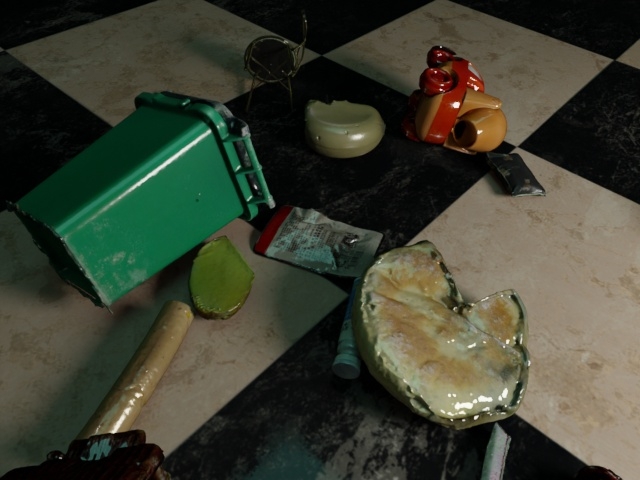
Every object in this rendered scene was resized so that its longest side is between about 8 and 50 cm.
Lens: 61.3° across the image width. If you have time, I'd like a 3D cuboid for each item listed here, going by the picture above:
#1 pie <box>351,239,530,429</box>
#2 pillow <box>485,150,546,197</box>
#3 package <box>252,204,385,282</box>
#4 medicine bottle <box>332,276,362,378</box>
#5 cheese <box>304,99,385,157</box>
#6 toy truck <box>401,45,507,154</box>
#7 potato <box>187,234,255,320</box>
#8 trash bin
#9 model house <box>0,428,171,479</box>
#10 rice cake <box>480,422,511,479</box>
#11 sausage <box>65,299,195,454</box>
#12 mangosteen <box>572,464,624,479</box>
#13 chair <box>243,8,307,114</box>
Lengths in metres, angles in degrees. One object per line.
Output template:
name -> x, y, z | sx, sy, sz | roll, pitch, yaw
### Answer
pie -> 0.197, 0.150, 0.893 | 0.338, 0.075, 0.337 | 6, 54, -9
pillow -> 0.449, -0.153, 1.255 | 0.090, 0.048, 0.150 | -15, 52, -7
package -> 0.000, 0.000, 1.089 | 0.239, 0.030, 0.154 | 18, 48, 14
medicine bottle -> 0.063, 0.146, 0.937 | 0.051, 0.051, 0.191 | 12, 46, 8
cheese -> 0.060, -0.272, 1.319 | 0.203, 0.091, 0.175 | 1, 45, -5
toy truck -> 0.341, -0.330, 1.336 | 0.239, 0.189, 0.264 | 19, 46, 1
potato -> -0.181, 0.074, 0.992 | 0.119, 0.054, 0.198 | -14, 43, -10
trash bin -> -0.307, -0.074, 0.979 | 0.295, 0.259, 0.381 | 20, 53, 36
model house -> -0.333, 0.329, 0.551 | 0.317, 0.282, 0.297 | 0, 54, -7
rice cake -> 0.238, 0.352, 0.759 | 0.033, 0.033, 0.207 | 11, 44, 21
sausage -> -0.285, 0.217, 0.839 | 0.066, 0.065, 0.301 | 14, 48, 10
mangosteen -> 0.383, 0.350, 0.740 | 0.081, 0.081, 0.081 | 2, 46, -2
chair -> -0.124, -0.493, 1.484 | 0.170, 0.159, 0.325 | 1, 50, -3
